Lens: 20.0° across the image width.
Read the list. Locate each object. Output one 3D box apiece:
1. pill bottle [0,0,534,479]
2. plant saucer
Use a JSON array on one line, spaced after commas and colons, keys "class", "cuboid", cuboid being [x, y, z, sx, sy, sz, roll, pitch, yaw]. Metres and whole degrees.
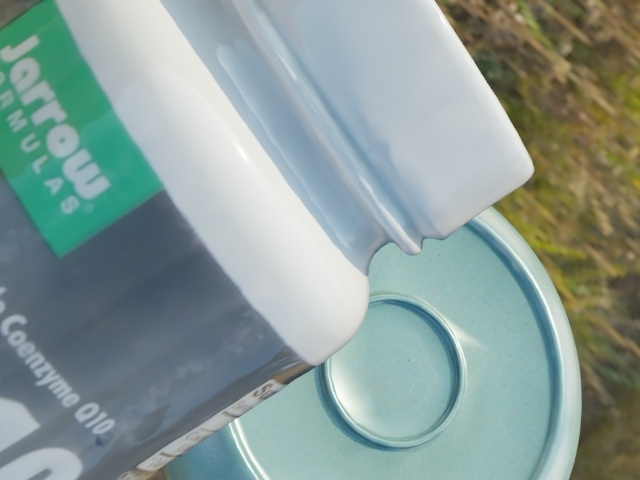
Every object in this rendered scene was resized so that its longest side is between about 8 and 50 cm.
[{"class": "pill bottle", "cuboid": [-0.110, 0.002, 0.739, 0.361, 0.204, 0.204, -34, 141, 5]}, {"class": "plant saucer", "cuboid": [0.041, 0.088, 1.192, 0.317, 0.318, 0.043, -18, 173, -26]}]
